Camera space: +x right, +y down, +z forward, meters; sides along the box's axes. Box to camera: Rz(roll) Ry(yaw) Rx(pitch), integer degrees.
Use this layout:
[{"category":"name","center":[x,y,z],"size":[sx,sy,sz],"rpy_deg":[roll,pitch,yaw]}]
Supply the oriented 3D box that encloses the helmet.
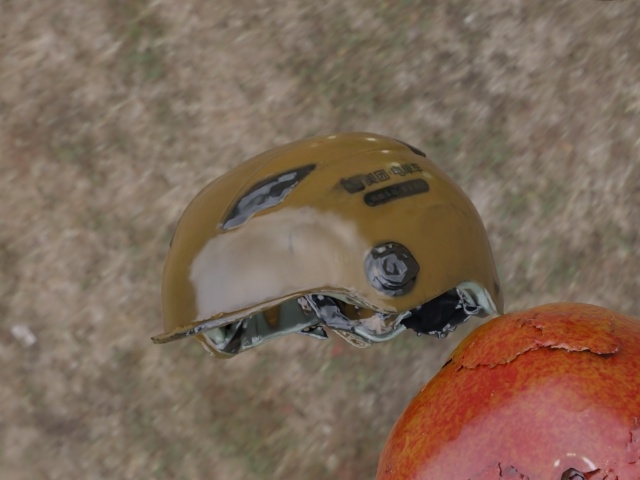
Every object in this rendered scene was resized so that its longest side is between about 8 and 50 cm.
[{"category":"helmet","center":[0.000,0.000,1.218],"size":[0.198,0.224,0.130],"rpy_deg":[-23,71,54]}]

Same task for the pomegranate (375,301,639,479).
[{"category":"pomegranate","center":[0.126,0.131,0.995],"size":[0.210,0.235,0.210],"rpy_deg":[-2,104,-10]}]
